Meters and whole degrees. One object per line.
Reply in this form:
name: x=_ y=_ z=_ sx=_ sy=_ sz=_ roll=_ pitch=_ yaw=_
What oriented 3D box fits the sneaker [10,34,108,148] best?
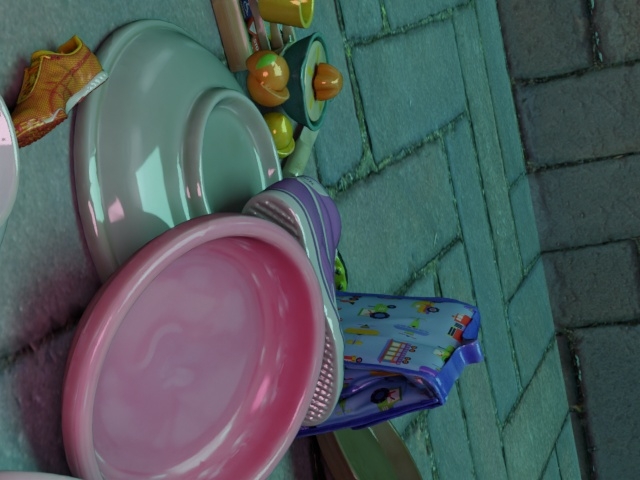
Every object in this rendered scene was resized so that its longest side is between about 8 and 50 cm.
sneaker: x=-0.268 y=-0.142 z=1.138 sx=0.067 sy=0.064 sz=0.175 roll=51 pitch=28 yaw=-18

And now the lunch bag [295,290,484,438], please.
lunch bag: x=0.063 y=0.143 z=1.495 sx=0.221 sy=0.293 sz=0.138 roll=-44 pitch=123 yaw=-62

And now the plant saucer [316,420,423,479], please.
plant saucer: x=0.071 y=0.311 z=1.661 sx=0.278 sy=0.041 sz=0.278 roll=52 pitch=14 yaw=-19

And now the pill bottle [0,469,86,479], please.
pill bottle: x=-0.235 y=0.332 z=0.917 sx=0.162 sy=0.162 sz=0.278 roll=49 pitch=40 yaw=-52

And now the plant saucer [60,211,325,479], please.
plant saucer: x=-0.132 y=0.128 z=1.189 sx=0.332 sy=0.084 sz=0.332 roll=-22 pitch=121 yaw=-42

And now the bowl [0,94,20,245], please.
bowl: x=-0.320 y=-0.058 z=0.879 sx=0.298 sy=0.134 sz=0.298 roll=-7 pitch=90 yaw=-67

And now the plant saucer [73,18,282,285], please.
plant saucer: x=-0.130 y=-0.062 z=1.362 sx=0.400 sy=0.100 sz=0.400 roll=-7 pitch=90 yaw=-66

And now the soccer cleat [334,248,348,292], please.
soccer cleat: x=0.000 y=0.000 z=1.694 sx=0.072 sy=0.060 sz=0.179 roll=-65 pitch=138 yaw=-54

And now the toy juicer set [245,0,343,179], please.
toy juicer set: x=-0.020 y=-0.184 z=1.602 sx=0.329 sy=0.089 sz=0.209 roll=69 pitch=29 yaw=-59

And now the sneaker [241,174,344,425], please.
sneaker: x=-0.008 y=0.062 z=1.372 sx=0.161 sy=0.102 sz=0.282 roll=-41 pitch=128 yaw=-66

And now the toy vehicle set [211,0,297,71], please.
toy vehicle set: x=-0.107 y=-0.373 z=1.588 sx=0.166 sy=0.035 sz=0.267 roll=-47 pitch=125 yaw=-61
